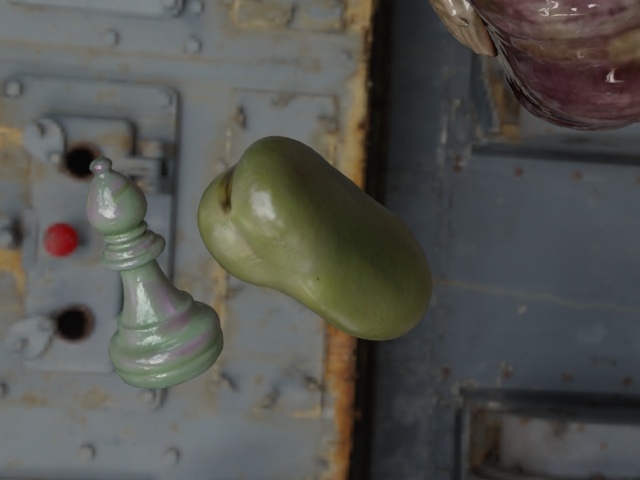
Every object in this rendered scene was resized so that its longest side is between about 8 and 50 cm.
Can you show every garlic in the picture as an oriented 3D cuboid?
[{"bbox_3d":[0.129,-0.178,0.682,0.245,0.160,0.245,-7,-90,-77],"label":"garlic"}]

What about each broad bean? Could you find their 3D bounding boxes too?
[{"bbox_3d":[0.000,0.000,1.138,0.121,0.263,0.189,-35,40,25],"label":"broad bean"}]

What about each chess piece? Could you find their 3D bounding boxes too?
[{"bbox_3d":[-0.211,0.027,1.399,0.139,0.139,0.272,-105,-1,-67],"label":"chess piece"}]
